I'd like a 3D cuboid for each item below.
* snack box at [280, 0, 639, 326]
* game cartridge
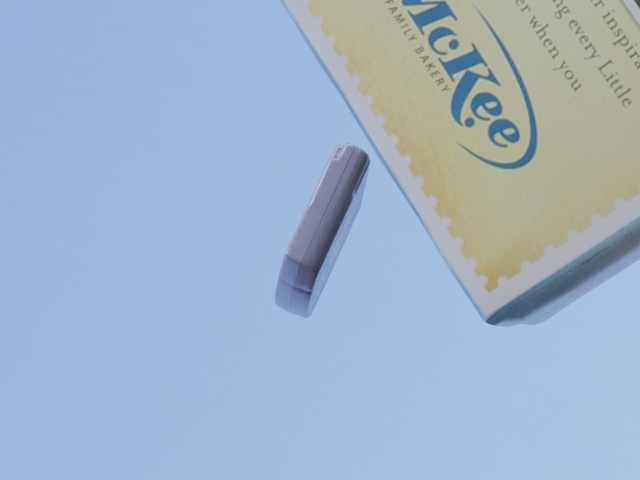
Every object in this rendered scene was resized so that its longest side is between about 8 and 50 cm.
[{"bbox_3d":[0.037,-0.163,0.413,0.187,0.322,0.060,-35,-12,17],"label":"snack box"},{"bbox_3d":[0.000,0.000,0.643,0.056,0.017,0.083,-62,-5,-12],"label":"game cartridge"}]
